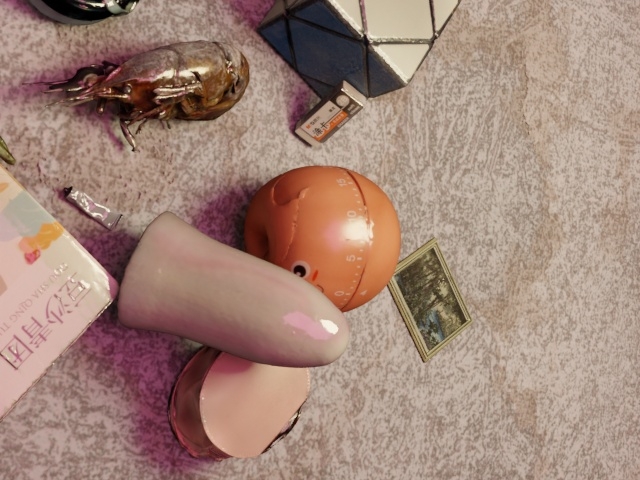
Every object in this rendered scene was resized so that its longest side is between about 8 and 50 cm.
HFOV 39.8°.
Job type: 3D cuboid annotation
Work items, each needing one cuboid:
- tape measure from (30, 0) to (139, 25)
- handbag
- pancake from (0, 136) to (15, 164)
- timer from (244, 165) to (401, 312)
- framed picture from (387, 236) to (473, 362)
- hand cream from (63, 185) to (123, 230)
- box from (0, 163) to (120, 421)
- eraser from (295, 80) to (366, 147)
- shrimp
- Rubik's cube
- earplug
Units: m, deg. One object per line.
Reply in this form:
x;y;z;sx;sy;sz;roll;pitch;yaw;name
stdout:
-0.335;-0.394;1.230;0.180;0.107;0.182;-11;92;-36;tape measure
-0.121;0.230;1.315;0.205;0.116;0.179;-47;111;-27;handbag
-0.430;-0.145;1.135;0.022;0.129;0.116;-34;86;-9;pancake
0.000;0.000;1.342;0.214;0.229;0.230;2;85;-24;timer
0.199;0.106;1.595;0.142;0.011;0.183;-33;104;-30;framed picture
-0.328;-0.049;1.264;0.093;0.019;0.030;38;65;-32;hand cream
-0.502;0.048;1.077;0.385;0.122;0.344;50;62;-20;box
0.016;-0.204;1.436;0.052;0.122;0.029;35;37;-24;eraser
-0.248;-0.214;1.263;0.343;0.145;0.117;-14;68;-38;shrimp
0.060;-0.365;1.426;0.205;0.205;0.207;41;67;-24;Rubik's cube
-0.103;0.091;1.211;0.301;0.172;0.172;20;72;6;earplug
